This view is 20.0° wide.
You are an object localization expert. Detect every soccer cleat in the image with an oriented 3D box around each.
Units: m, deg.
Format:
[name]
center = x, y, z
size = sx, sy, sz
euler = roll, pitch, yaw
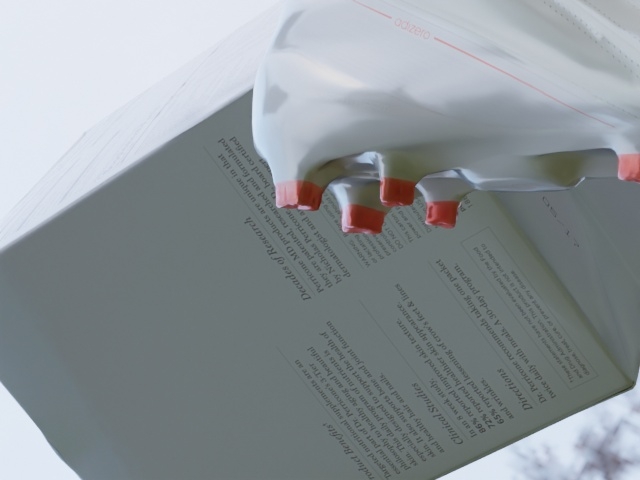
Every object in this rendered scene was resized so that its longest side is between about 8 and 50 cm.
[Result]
[soccer cleat]
center = 0.070, -0.044, 0.413
size = 0.068, 0.196, 0.076
euler = 23, -111, -59

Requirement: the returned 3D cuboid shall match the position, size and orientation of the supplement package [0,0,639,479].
[supplement package]
center = 0.000, 0.000, 0.875
size = 0.199, 0.263, 0.198
euler = 53, -151, -13
